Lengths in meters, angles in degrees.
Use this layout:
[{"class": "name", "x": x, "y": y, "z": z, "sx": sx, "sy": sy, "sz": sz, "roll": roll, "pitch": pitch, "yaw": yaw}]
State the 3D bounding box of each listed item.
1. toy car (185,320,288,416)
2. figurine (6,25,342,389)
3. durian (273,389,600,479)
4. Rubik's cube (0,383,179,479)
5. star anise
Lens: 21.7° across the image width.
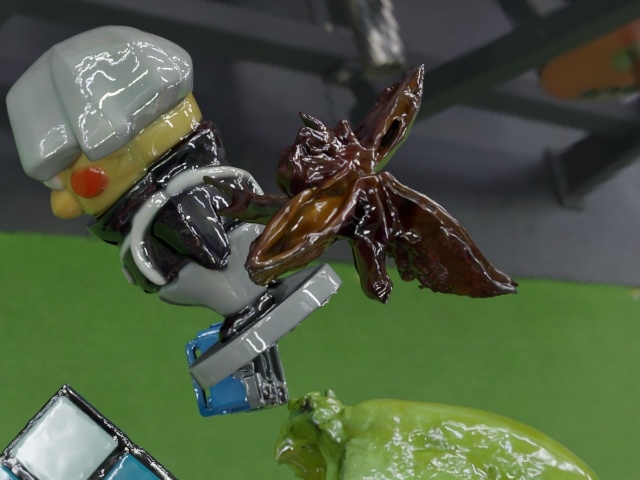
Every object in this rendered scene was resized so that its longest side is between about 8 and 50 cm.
[{"class": "toy car", "x": -0.094, "y": 0.138, "z": 1.777, "sx": 0.191, "sy": 0.100, "sz": 0.097, "roll": 27, "pitch": 50, "yaw": -79}, {"class": "figurine", "x": -0.101, "y": -0.031, "z": 1.099, "sx": 0.133, "sy": 0.176, "sz": 0.236, "roll": -38, "pitch": 94, "yaw": -5}, {"class": "durian", "x": 0.120, "y": 0.261, "z": 1.532, "sx": 0.255, "sy": 0.340, "sz": 0.204, "roll": -80, "pitch": 172, "yaw": -62}, {"class": "Rubik's cube", "x": -0.229, "y": 0.266, "z": 1.571, "sx": 0.167, "sy": 0.180, "sz": 0.183, "roll": 38, "pitch": 78, "yaw": 10}, {"class": "star anise", "x": 0.001, "y": -0.008, "z": 0.915, "sx": 0.158, "sy": 0.144, "sz": 0.140, "roll": -4, "pitch": 65, "yaw": -29}]
